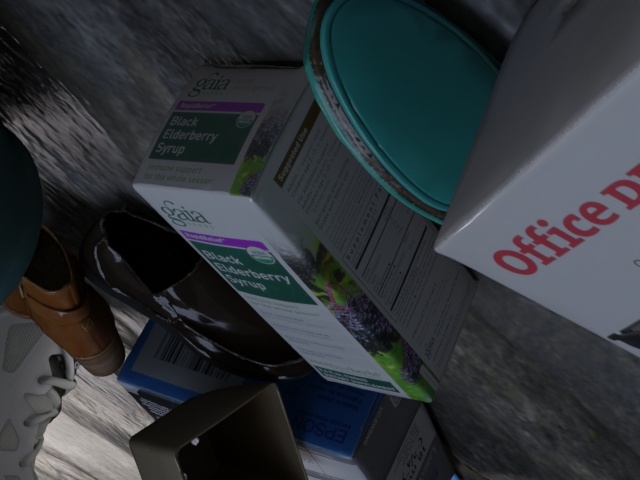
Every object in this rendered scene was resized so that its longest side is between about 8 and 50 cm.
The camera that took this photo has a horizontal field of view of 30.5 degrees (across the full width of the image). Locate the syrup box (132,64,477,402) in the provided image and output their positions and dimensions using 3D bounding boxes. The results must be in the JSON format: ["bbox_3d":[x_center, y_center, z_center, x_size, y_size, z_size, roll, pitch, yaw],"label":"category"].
[{"bbox_3d":[0.000,0.000,0.724,0.093,0.096,0.237,6,151,37],"label":"syrup box"}]

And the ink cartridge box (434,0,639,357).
[{"bbox_3d":[0.228,-0.009,0.439,0.306,0.131,0.226,26,157,-5],"label":"ink cartridge box"}]

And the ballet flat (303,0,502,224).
[{"bbox_3d":[0.081,-0.038,0.592,0.247,0.083,0.087,35,177,-18],"label":"ballet flat"}]

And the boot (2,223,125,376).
[{"bbox_3d":[-0.247,0.021,1.014,0.197,0.073,0.152,36,160,26],"label":"boot"}]

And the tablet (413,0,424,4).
[{"bbox_3d":[0.032,-0.135,0.522,0.054,0.006,0.083,26,157,-3],"label":"tablet"}]

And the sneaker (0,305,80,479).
[{"bbox_3d":[-0.286,0.191,1.138,0.447,0.257,0.169,61,155,-3],"label":"sneaker"}]

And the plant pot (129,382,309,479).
[{"bbox_3d":[-0.089,0.180,0.937,0.096,0.109,0.109,2,116,46],"label":"plant pot"}]

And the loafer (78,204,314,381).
[{"bbox_3d":[-0.093,0.042,0.920,0.220,0.080,0.078,24,157,3],"label":"loafer"}]

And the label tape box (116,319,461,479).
[{"bbox_3d":[-0.012,0.193,1.128,0.241,0.105,0.333,14,154,26],"label":"label tape box"}]

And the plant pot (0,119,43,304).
[{"bbox_3d":[-0.329,-0.043,0.778,0.272,0.271,0.255,15,168,23],"label":"plant pot"}]
